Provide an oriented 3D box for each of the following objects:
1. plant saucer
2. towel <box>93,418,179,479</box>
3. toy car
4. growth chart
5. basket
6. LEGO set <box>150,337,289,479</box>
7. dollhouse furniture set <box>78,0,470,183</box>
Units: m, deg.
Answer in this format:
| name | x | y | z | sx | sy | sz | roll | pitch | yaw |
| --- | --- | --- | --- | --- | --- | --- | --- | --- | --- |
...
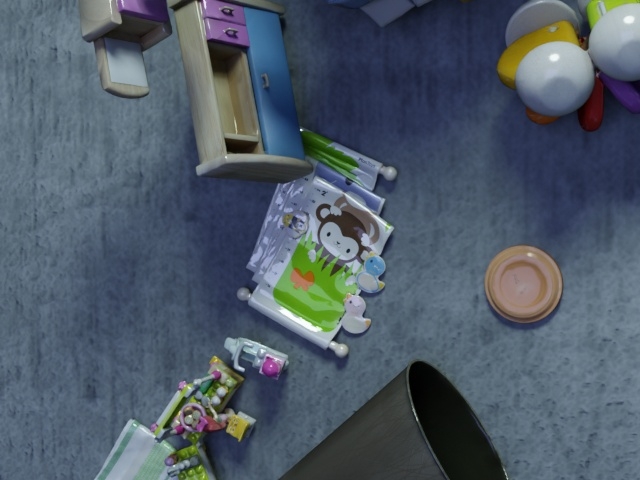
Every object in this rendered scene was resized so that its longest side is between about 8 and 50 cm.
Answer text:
| name | x | y | z | sx | sy | sz | roll | pitch | yaw |
| --- | --- | --- | --- | --- | --- | --- | --- | --- | --- |
| plant saucer | 0.215 | 0.047 | 1.217 | 0.083 | 0.013 | 0.083 | 1 | 94 | 21 |
| towel | -0.200 | 0.303 | 1.391 | 0.152 | 0.023 | 0.113 | 35 | 106 | 15 |
| toy car | 0.272 | -0.175 | 1.121 | 0.182 | 0.159 | 0.136 | -25 | 120 | 20 |
| growth chart | 0.000 | 0.000 | 1.292 | 0.172 | 0.021 | 0.237 | 20 | 102 | 17 |
| basket | 0.062 | 0.268 | 1.225 | 0.227 | 0.154 | 0.204 | -33 | 82 | 24 |
| LEGO set | -0.133 | 0.249 | 1.303 | 0.132 | 0.107 | 0.287 | 14 | 95 | 15 |
| dollhouse furniture set | -0.021 | -0.200 | 1.111 | 0.303 | 0.286 | 0.198 | -20 | 76 | 38 |
